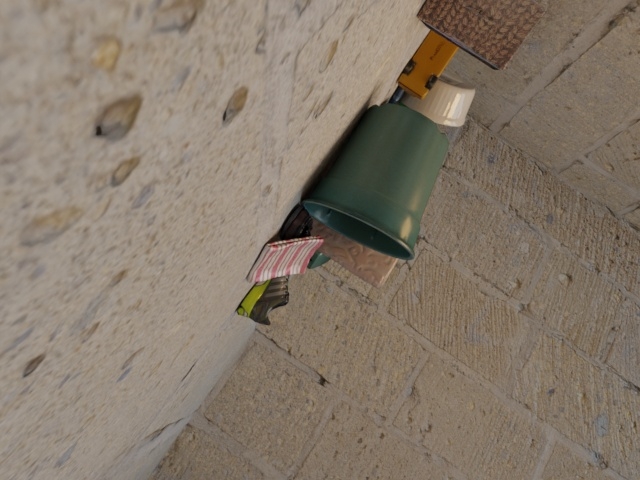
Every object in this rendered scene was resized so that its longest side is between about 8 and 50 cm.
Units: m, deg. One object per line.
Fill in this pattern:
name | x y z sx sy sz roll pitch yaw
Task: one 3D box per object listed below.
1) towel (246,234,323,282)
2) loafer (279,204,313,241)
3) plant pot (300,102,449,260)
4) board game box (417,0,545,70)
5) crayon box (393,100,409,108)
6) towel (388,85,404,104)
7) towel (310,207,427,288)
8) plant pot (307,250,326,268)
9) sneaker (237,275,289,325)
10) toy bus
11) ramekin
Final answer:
towel | -0.092 0.051 1.190 0.197 0.029 0.144 -10 142 -42
loafer | -0.058 -0.007 1.277 0.109 0.095 0.302 -53 177 -22
plant pot | 0.170 -0.169 1.227 0.334 0.341 0.341 -63 179 -8
board game box | 0.386 -0.543 1.088 0.141 0.232 0.291 -58 177 27
crayon box | 0.216 -0.341 1.564 0.278 0.081 0.165 -58 178 31
towel | 0.284 -0.534 1.610 0.119 0.029 0.067 -56 178 39
towel | 0.127 -0.059 1.420 0.317 0.332 0.053 -56 171 -16
plant pot | 0.000 0.000 1.838 0.234 0.165 0.165 -41 169 -44
sneaker | -0.142 0.149 1.463 0.300 0.121 0.111 -55 178 -14
toy bus | 0.386 -0.625 1.456 0.332 0.108 0.130 -56 179 4
ramekin | 0.442 -0.553 1.665 0.277 0.277 0.135 -52 166 -54
